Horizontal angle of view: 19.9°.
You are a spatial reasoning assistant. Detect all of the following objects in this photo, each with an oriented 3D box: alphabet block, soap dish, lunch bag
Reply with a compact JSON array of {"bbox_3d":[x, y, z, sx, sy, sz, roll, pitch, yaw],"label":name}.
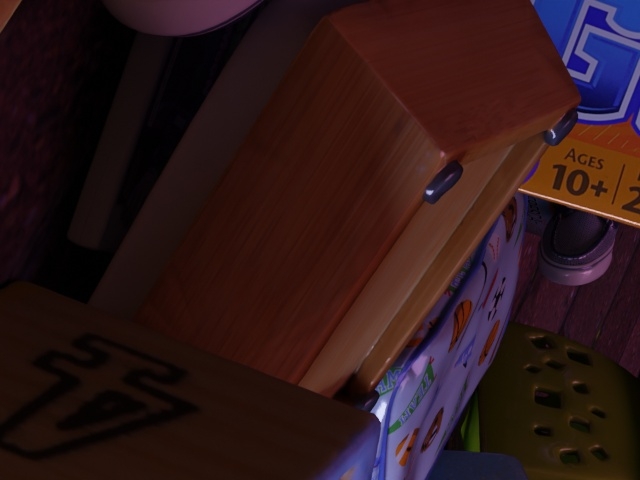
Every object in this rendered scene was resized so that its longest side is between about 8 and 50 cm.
[{"bbox_3d":[-0.110,0.156,0.807,0.193,0.197,0.192,-35,140,-60],"label":"alphabet block"},{"bbox_3d":[0.000,0.000,0.949,0.291,0.118,0.229,-56,165,26],"label":"soap dish"},{"bbox_3d":[0.053,0.087,1.340,0.303,0.115,0.243,-53,157,-45],"label":"lunch bag"}]

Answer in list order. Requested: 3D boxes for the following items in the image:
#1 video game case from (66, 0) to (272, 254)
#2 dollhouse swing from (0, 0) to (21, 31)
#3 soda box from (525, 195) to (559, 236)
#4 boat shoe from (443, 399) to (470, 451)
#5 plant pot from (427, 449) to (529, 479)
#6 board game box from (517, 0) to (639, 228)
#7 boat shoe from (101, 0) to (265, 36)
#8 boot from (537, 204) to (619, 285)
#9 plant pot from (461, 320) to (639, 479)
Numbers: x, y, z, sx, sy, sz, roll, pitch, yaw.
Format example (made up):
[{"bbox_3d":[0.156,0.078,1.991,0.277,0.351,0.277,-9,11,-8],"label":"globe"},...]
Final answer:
[{"bbox_3d":[-0.062,-0.079,0.982,0.190,0.022,0.173,-71,162,1],"label":"video game case"},{"bbox_3d":[-0.175,-0.207,0.477,0.315,0.305,0.347,-20,-143,57],"label":"dollhouse swing"},{"bbox_3d":[0.201,-0.059,1.693,0.063,0.058,0.183,-67,162,-12],"label":"soda box"},{"bbox_3d":[0.105,0.185,1.691,0.045,0.050,0.135,-37,142,-38],"label":"boat shoe"},{"bbox_3d":[0.081,0.302,1.444,0.248,0.247,0.252,71,25,-62],"label":"plant pot"},{"bbox_3d":[0.305,-0.194,1.297,0.356,0.356,0.356,-40,146,-75],"label":"board game box"},{"bbox_3d":[0.007,-0.197,0.888,0.340,0.127,0.158,-62,152,-26],"label":"boat shoe"},{"bbox_3d":[0.240,-0.041,1.644,0.190,0.069,0.086,-59,152,-54],"label":"boot"},{"bbox_3d":[0.236,0.231,1.737,0.227,0.207,0.228,-85,180,-54],"label":"plant pot"}]
